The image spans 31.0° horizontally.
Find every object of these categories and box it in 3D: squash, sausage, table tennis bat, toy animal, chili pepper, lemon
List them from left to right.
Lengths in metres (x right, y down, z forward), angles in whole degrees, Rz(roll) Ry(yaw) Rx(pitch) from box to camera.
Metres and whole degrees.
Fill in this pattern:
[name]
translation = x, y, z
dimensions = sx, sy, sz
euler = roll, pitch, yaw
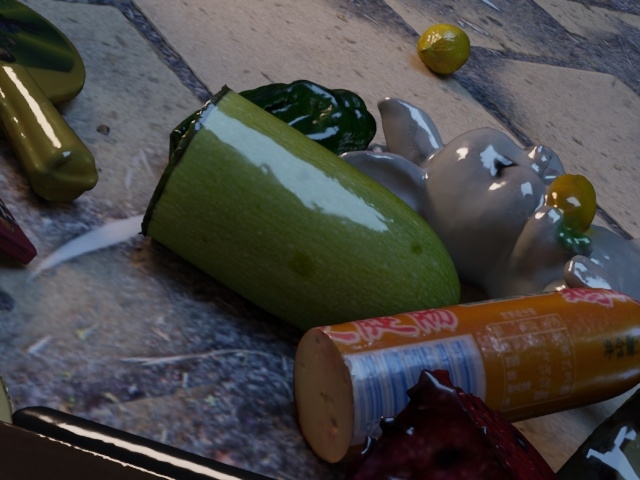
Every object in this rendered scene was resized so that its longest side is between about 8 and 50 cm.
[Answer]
[table tennis bat]
translation = -0.265, -0.137, 0.933
dimensions = 0.198, 0.050, 0.321
euler = 4, 35, -44
[chili pepper]
translation = -0.043, -0.095, 1.043
dimensions = 0.099, 0.083, 0.253
euler = 49, 35, 12
[squash]
translation = 0.000, 0.000, 0.875
dimensions = 0.247, 0.132, 0.132
euler = 30, 29, -2
[lemon]
translation = 0.158, -0.247, 1.489
dimensions = 0.092, 0.065, 0.065
euler = -12, 50, -44
[sausage]
translation = 0.134, 0.087, 0.836
dimensions = 0.312, 0.093, 0.093
euler = -7, 45, -29
[toy animal]
translation = 0.166, -0.005, 1.029
dimensions = 0.325, 0.154, 0.208
euler = 24, 38, 9

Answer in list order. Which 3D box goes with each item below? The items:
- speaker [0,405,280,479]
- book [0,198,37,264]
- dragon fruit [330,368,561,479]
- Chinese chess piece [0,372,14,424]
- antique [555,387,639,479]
[speaker]
translation = -0.041, 0.180, 0.382
dimensions = 0.231, 0.192, 0.153
euler = 10, -26, 36
[book]
translation = -0.278, -0.078, 0.720
dimensions = 0.162, 0.022, 0.232
euler = 47, -1, 27
[dragon fruit]
translation = 0.094, 0.199, 0.515
dimensions = 0.302, 0.240, 0.330
euler = -35, 47, -26
[Chinese chess piece]
translation = -0.260, 0.099, 0.506
dimensions = 0.251, 0.097, 0.250
euler = 23, 31, -15
[antique]
translation = 0.278, 0.174, 0.887
dimensions = 0.125, 0.150, 0.284
euler = 44, 39, 19
